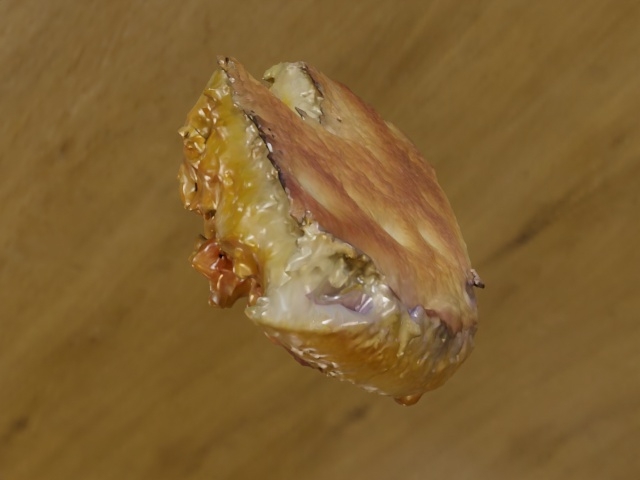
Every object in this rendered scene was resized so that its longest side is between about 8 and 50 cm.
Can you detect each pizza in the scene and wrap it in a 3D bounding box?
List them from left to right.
[{"bbox_3d":[0.000,0.000,0.794,0.085,0.305,0.161,-41,89,12],"label":"pizza"}]
